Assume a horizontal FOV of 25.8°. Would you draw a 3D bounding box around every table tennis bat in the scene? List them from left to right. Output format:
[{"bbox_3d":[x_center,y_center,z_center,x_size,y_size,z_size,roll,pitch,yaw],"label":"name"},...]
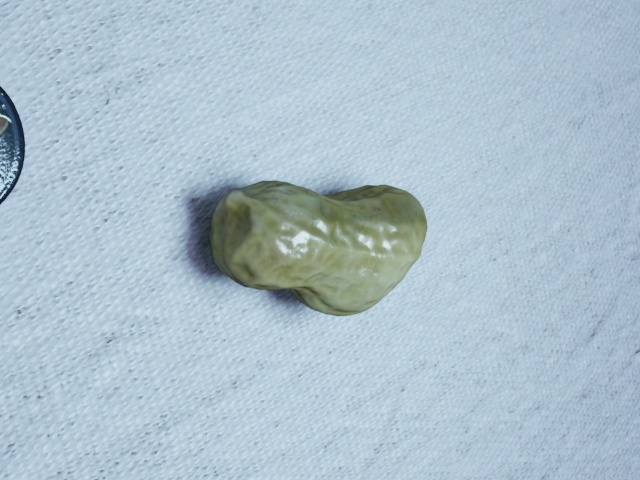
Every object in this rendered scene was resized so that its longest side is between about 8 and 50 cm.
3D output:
[{"bbox_3d":[-0.373,-0.065,1.341,0.150,0.027,0.236,54,53,-30],"label":"table tennis bat"}]

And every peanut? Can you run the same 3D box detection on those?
[{"bbox_3d":[0.004,0.009,1.630,0.291,0.143,0.159,0,79,-43],"label":"peanut"}]
